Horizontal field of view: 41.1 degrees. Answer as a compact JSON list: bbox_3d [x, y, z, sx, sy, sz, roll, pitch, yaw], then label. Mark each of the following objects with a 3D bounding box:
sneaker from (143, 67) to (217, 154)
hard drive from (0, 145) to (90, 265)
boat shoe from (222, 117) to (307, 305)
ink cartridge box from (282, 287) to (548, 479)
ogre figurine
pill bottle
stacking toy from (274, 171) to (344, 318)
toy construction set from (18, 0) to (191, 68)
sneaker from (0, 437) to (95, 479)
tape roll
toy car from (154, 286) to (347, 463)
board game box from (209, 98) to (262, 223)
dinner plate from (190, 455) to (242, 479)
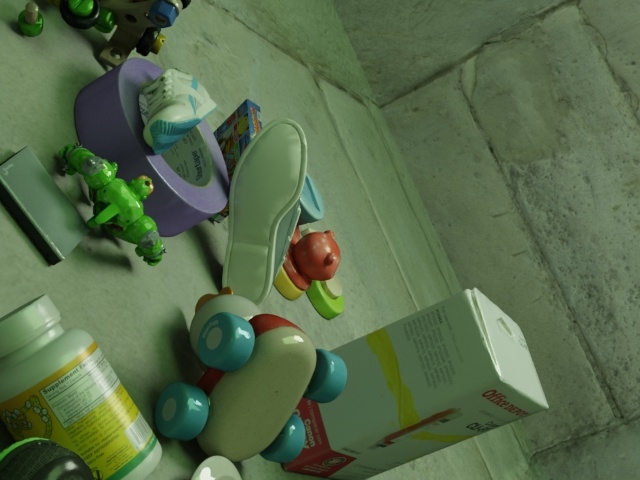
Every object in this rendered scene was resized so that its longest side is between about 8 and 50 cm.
[{"bbox_3d":[-0.223,-0.194,1.255,0.092,0.087,0.229,51,14,-13],"label":"sneaker"},{"bbox_3d":[-0.352,-0.045,1.068,0.135,0.022,0.094,57,20,-17],"label":"hard drive"},{"bbox_3d":[-0.092,-0.048,1.431,0.099,0.116,0.320,-38,142,-80],"label":"boat shoe"},{"bbox_3d":[0.146,0.255,1.414,0.279,0.384,0.160,34,34,-55],"label":"ink cartridge box"},{"bbox_3d":[-0.273,-0.047,1.147,0.118,0.096,0.197,4,-68,68],"label":"ogre figurine"},{"bbox_3d":[-0.263,0.165,0.871,0.208,0.117,0.117,60,19,-9],"label":"pill bottle"},{"bbox_3d":[0.000,0.000,1.774,0.279,0.130,0.309,42,28,-46],"label":"stacking toy"},{"bbox_3d":[-0.345,-0.424,1.366,0.237,0.257,0.309,139,-51,-65],"label":"toy construction set"},{"bbox_3d":[-0.197,0.370,0.635,0.185,0.202,0.483,45,26,-44],"label":"sneaker"},{"bbox_3d":[-0.259,-0.147,1.349,0.275,0.090,0.275,51,22,-29],"label":"tape roll"},{"bbox_3d":[-0.129,0.166,1.204,0.219,0.210,0.238,26,10,-40],"label":"toy car"},{"bbox_3d":[-0.158,-0.145,1.539,0.035,0.136,0.201,29,36,-34],"label":"board game box"},{"bbox_3d":[-0.126,0.346,1.083,0.141,0.017,0.141,27,59,-60],"label":"dinner plate"}]
